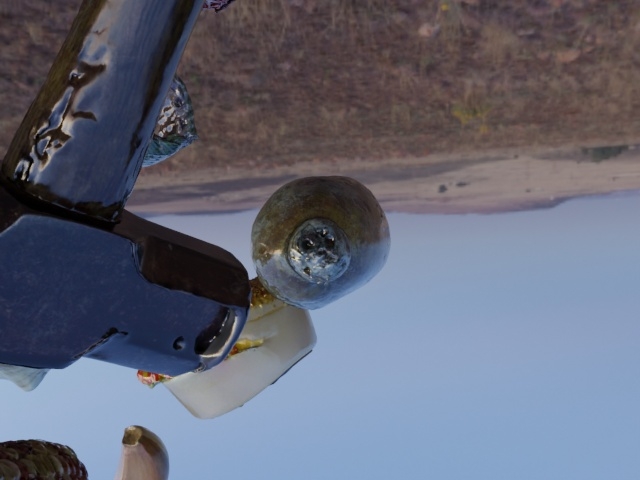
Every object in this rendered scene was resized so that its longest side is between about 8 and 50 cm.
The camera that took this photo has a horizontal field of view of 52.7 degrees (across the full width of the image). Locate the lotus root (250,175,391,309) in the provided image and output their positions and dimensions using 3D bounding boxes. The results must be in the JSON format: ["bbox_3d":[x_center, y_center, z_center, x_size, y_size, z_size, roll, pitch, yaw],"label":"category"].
[{"bbox_3d":[-0.002,-0.002,0.810,0.174,0.175,0.349,-2,180,11],"label":"lotus root"}]

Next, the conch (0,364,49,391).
[{"bbox_3d":[-0.428,0.100,0.875,0.169,0.203,0.386,-35,-170,-17],"label":"conch"}]

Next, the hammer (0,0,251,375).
[{"bbox_3d":[-0.096,-0.122,0.353,0.242,0.409,0.095,20,-172,-40],"label":"hammer"}]

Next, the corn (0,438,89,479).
[{"bbox_3d":[-0.245,0.181,0.383,0.098,0.098,0.290,-2,171,15],"label":"corn"}]

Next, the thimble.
[{"bbox_3d":[-0.238,-0.171,0.866,0.118,0.135,0.090,-31,-169,-34],"label":"thimble"}]

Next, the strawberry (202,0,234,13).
[{"bbox_3d":[-0.108,-0.236,0.543,0.192,0.085,0.140,-19,-169,12],"label":"strawberry"}]

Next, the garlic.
[{"bbox_3d":[-0.361,0.472,1.277,0.115,0.207,0.128,24,178,6],"label":"garlic"}]

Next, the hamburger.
[{"bbox_3d":[-0.147,0.163,1.078,0.276,0.179,0.294,-28,-178,38],"label":"hamburger"}]
